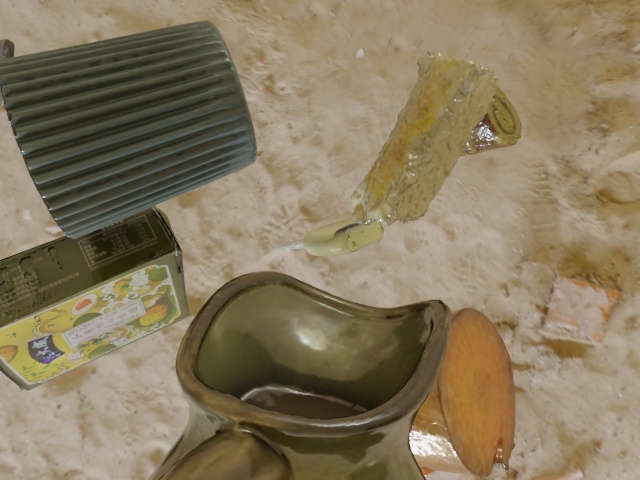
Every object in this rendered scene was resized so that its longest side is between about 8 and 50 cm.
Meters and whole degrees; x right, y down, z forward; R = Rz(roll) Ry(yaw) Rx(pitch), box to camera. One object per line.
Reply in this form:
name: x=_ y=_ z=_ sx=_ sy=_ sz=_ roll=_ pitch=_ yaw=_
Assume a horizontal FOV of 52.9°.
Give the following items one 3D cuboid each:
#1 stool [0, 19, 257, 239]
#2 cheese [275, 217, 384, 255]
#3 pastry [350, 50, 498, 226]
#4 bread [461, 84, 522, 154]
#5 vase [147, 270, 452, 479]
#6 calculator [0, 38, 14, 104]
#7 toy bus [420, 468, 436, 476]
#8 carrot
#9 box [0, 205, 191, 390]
stool: x=-0.297 y=-0.193 z=1.050 sx=0.329 sy=0.297 sz=0.298 roll=-20 pitch=99 yaw=-12
cheese: x=0.000 y=0.000 z=1.260 sx=0.251 sy=0.127 sz=0.054 roll=-10 pitch=98 yaw=47
pastry: x=0.132 y=-0.124 z=0.835 sx=0.089 sy=0.121 sz=0.259 roll=26 pitch=89 yaw=-24
bread: x=0.337 y=-0.252 z=1.405 sx=0.132 sy=0.172 sz=0.103 roll=49 pitch=64 yaw=-19
vase: x=-0.035 y=0.191 z=0.393 sx=0.240 sy=0.329 sz=0.303 roll=10 pitch=98 yaw=21
calculator: x=-0.687 y=-0.301 z=1.284 sx=0.177 sy=0.268 sz=0.040 roll=-20 pitch=140 yaw=19
toy bus: x=0.238 y=0.412 z=1.626 sx=0.143 sy=0.153 sz=0.329 roll=-43 pitch=68 yaw=30
carrot: x=0.093 y=0.196 z=0.814 sx=0.254 sy=0.196 sz=0.196 roll=-13 pitch=101 yaw=36
box: x=-0.496 y=0.130 z=1.363 sx=0.420 sy=0.373 sz=0.138 roll=-24 pitch=69 yaw=-18
